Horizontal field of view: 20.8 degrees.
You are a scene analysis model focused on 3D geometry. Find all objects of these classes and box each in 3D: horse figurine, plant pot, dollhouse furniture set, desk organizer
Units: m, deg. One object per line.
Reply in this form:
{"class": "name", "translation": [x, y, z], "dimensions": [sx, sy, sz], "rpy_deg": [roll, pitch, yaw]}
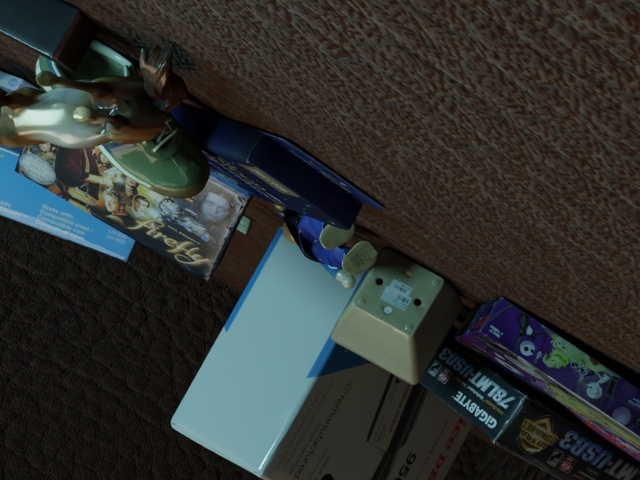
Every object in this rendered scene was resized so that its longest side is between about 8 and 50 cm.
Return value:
{"class": "horse figurine", "translation": [-0.209, -0.110, 1.440], "dimensions": [0.263, 0.066, 0.174], "rpy_deg": [-5, 178, 28]}
{"class": "plant pot", "translation": [0.082, 0.070, 1.846], "dimensions": [0.109, 0.109, 0.096], "rpy_deg": [29, 161, 12]}
{"class": "dollhouse furniture set", "translation": [-0.143, -0.004, 2.385], "dimensions": [0.091, 0.081, 0.114], "rpy_deg": [29, 174, 9]}
{"class": "desk organizer", "translation": [-0.257, -0.193, 1.477], "dimensions": [0.130, 0.047, 0.050], "rpy_deg": [28, 177, 18]}

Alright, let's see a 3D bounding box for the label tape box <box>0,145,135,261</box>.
{"class": "label tape box", "translation": [-0.368, -0.067, 2.416], "dimensions": [0.249, 0.115, 0.348], "rpy_deg": [21, -174, -10]}

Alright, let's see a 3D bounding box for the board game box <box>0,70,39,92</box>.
{"class": "board game box", "translation": [-0.372, -0.187, 2.236], "dimensions": [0.090, 0.020, 0.090], "rpy_deg": [31, 175, -40]}

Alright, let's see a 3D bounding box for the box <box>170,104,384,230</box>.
{"class": "box", "translation": [-0.053, -0.068, 1.615], "dimensions": [0.136, 0.036, 0.225], "rpy_deg": [34, 172, -36]}

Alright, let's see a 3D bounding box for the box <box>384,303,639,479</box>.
{"class": "box", "translation": [0.225, 0.191, 2.030], "dimensions": [0.295, 0.073, 0.293], "rpy_deg": [30, -174, -39]}

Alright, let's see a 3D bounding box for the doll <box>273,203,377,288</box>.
{"class": "doll", "translation": [0.000, 0.000, 1.853], "dimensions": [0.129, 0.046, 0.189], "rpy_deg": [50, 170, -18]}

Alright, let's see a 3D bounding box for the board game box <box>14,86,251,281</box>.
{"class": "board game box", "translation": [-0.194, -0.072, 1.840], "dimensions": [0.243, 0.042, 0.165], "rpy_deg": [29, 141, 0]}

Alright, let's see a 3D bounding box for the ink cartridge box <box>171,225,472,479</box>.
{"class": "ink cartridge box", "translation": [0.034, 0.197, 2.238], "dimensions": [0.166, 0.285, 0.395], "rpy_deg": [25, 173, 36]}

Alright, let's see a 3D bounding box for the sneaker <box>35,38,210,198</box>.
{"class": "sneaker", "translation": [-0.175, -0.115, 1.548], "dimensions": [0.192, 0.064, 0.086], "rpy_deg": [41, 160, 2]}

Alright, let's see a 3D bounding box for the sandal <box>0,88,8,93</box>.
{"class": "sandal", "translation": [-0.483, -0.211, 2.401], "dimensions": [0.097, 0.054, 0.254], "rpy_deg": [28, 174, 16]}

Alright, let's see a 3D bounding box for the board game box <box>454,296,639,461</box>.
{"class": "board game box", "translation": [0.304, 0.176, 1.802], "dimensions": [0.347, 0.056, 0.208], "rpy_deg": [34, 178, 1]}
